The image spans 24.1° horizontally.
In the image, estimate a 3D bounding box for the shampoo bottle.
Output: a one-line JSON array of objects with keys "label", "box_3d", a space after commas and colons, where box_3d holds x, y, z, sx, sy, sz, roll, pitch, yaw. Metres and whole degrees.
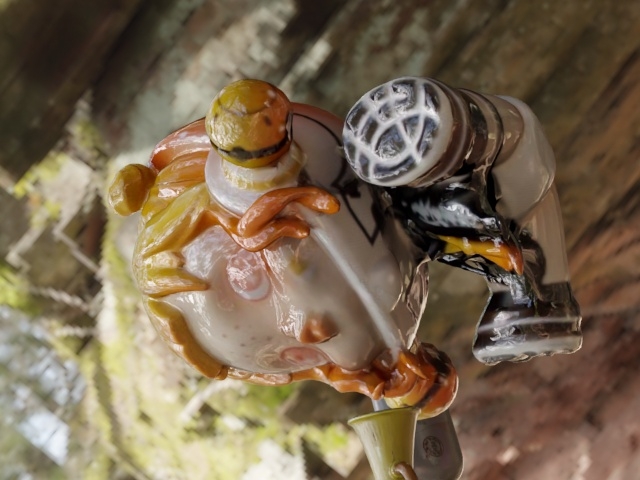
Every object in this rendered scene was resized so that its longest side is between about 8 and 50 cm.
[{"label": "shampoo bottle", "box_3d": [0.100, 0.203, 1.454, 0.080, 0.165, 0.040, 4, -36, -28]}]

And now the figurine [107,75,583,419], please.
[{"label": "figurine", "box_3d": [0.003, -0.004, 1.053, 0.323, 0.320, 0.196, -9, 41, 27]}]

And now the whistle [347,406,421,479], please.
[{"label": "whistle", "box_3d": [0.053, 0.152, 0.894, 0.046, 0.109, 0.057, 6, -27, -41]}]
